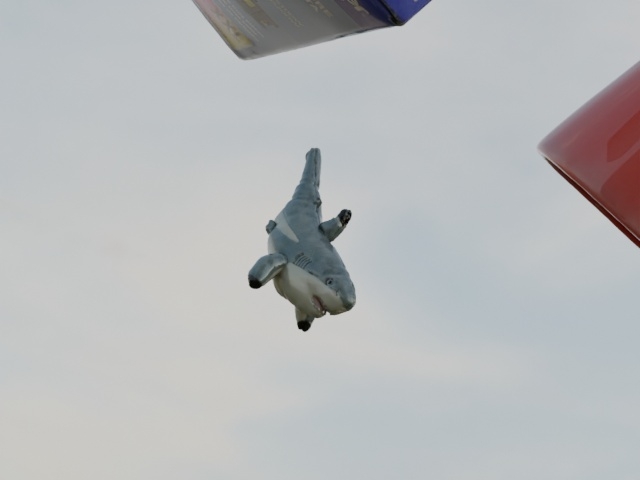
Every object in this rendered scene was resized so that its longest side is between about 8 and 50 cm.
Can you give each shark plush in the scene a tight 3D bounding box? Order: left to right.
[{"bbox_3d":[0.000,0.000,1.336,0.067,0.161,0.073,-25,-58,26],"label":"shark plush"}]

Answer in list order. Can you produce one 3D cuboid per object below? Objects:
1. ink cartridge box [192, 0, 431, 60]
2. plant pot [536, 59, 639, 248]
[{"bbox_3d":[0.052,-0.248,1.009,0.151,0.270,0.395,49,-10,-11],"label":"ink cartridge box"},{"bbox_3d":[0.350,-0.073,1.426,0.275,0.243,0.275,42,5,-5],"label":"plant pot"}]
